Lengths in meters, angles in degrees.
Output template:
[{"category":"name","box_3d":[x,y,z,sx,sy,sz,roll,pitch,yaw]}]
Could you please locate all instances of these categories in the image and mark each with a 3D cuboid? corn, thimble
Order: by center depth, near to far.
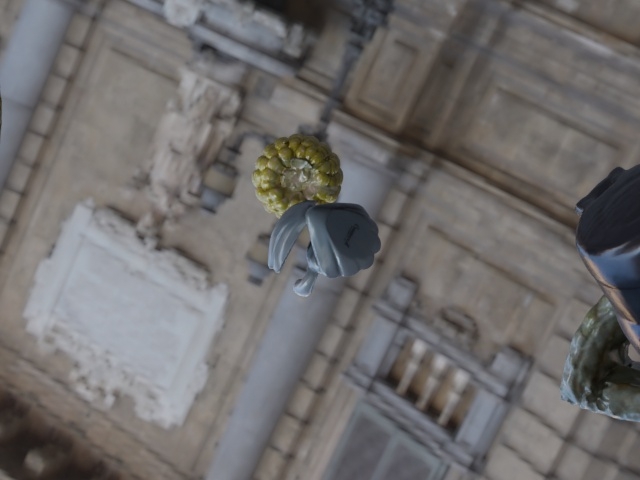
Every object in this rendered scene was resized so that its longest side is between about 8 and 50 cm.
[{"category":"thimble","box_3d":[0.326,0.097,1.244,0.137,0.190,0.143,57,-151,10]},{"category":"corn","box_3d":[-0.022,-0.069,1.406,0.093,0.093,0.244,25,-175,-1]}]

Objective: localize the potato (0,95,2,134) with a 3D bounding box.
[{"category":"potato","box_3d":[-0.280,-0.024,0.745,0.158,0.203,0.178,12,-138,2]}]

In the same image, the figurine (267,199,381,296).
[{"category":"figurine","box_3d":[0.000,0.000,1.166,0.082,0.094,0.086,37,146,-13]}]

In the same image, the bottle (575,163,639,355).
[{"category":"bottle","box_3d":[0.199,0.063,0.598,0.244,0.072,0.082,49,-179,-28]}]
